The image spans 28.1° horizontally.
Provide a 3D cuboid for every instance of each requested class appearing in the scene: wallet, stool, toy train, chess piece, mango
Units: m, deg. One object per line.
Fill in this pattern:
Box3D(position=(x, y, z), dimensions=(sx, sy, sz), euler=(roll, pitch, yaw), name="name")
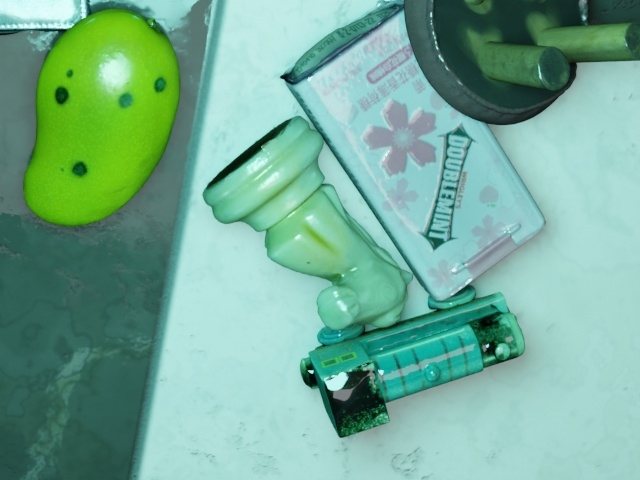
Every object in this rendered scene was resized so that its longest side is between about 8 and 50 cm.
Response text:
Box3D(position=(-0.367, -0.361, 1.551), dimensions=(0.167, 0.036, 0.222), euler=(-2, 105, -9), name="wallet")
Box3D(position=(0.256, -0.283, 1.557), dimensions=(0.272, 0.178, 0.272), euler=(3, 85, -32), name="stool")
Box3D(position=(0.125, 0.153, 1.694), dimensions=(0.298, 0.194, 0.120), euler=(-17, 106, -5), name="toy train")
Box3D(position=(0.000, 0.000, 1.627), dimensions=(0.176, 0.176, 0.298), euler=(-40, 101, 3), name="chess piece")
Box3D(position=(-0.273, -0.145, 1.577), dimensions=(0.175, 0.143, 0.293), euler=(21, 110, -13), name="mango")

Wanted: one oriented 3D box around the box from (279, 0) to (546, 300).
Box3D(position=(0.121, -0.122, 1.661), dimensions=(0.190, 0.112, 0.369), euler=(-35, 107, -5), name="box")
